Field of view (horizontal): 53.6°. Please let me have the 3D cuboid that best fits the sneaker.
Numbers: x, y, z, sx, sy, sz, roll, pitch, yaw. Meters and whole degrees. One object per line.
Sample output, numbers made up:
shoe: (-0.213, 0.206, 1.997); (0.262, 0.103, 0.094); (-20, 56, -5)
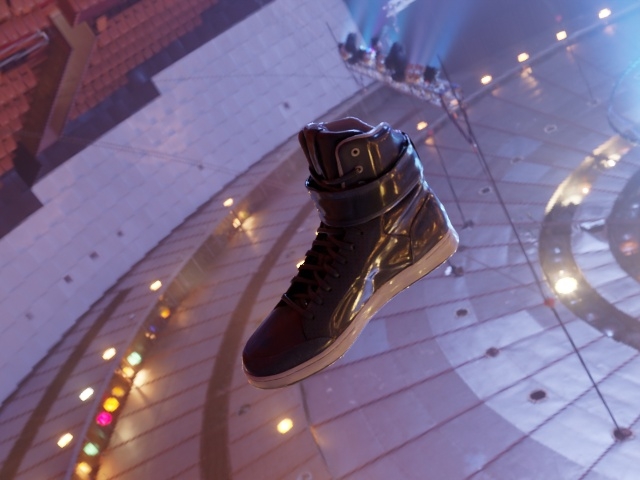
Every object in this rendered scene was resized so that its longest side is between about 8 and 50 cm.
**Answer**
sneaker: (-0.001, -0.001, 0.513); (0.226, 0.163, 0.086); (-40, -145, -17)
